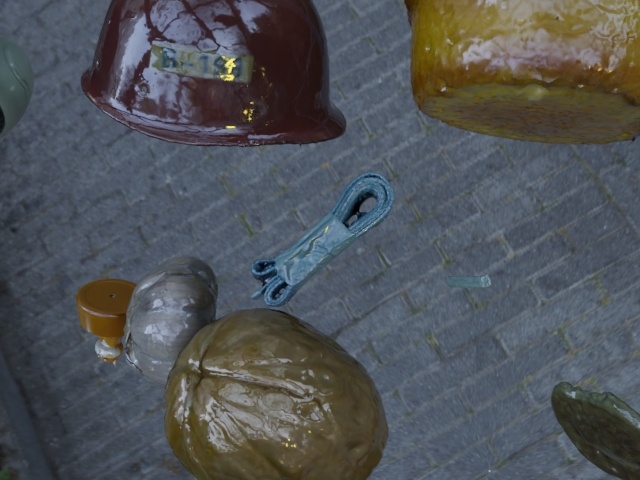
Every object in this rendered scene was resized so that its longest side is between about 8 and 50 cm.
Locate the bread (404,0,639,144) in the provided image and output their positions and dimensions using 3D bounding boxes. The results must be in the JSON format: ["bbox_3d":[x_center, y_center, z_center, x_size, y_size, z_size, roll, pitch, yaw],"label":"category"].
[{"bbox_3d":[0.229,-0.202,0.813,0.312,0.312,0.172,7,84,14],"label":"bread"}]

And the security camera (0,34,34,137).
[{"bbox_3d":[-0.545,-0.280,1.163,0.197,0.277,0.191,-5,47,15],"label":"security camera"}]

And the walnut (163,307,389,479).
[{"bbox_3d":[-0.061,0.241,1.085,0.277,0.313,0.252,-32,41,22],"label":"walnut"}]

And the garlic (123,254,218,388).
[{"bbox_3d":[-0.245,0.138,1.281,0.152,0.228,0.228,6,75,-4],"label":"garlic"}]

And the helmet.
[{"bbox_3d":[-0.131,-0.294,1.083,0.384,0.337,0.230,10,119,-3],"label":"helmet"}]

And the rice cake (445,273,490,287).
[{"bbox_3d":[0.266,0.074,1.409,0.021,0.121,0.022,-11,92,-25],"label":"rice cake"}]

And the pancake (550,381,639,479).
[{"bbox_3d":[0.442,0.300,1.170,0.042,0.222,0.236,-40,34,-19],"label":"pancake"}]

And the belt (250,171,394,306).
[{"bbox_3d":[0.000,0.000,1.314,0.302,0.072,0.087,-40,87,-2],"label":"belt"}]

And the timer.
[{"bbox_3d":[-0.399,0.169,1.480,0.132,0.132,0.152,19,117,17],"label":"timer"}]
